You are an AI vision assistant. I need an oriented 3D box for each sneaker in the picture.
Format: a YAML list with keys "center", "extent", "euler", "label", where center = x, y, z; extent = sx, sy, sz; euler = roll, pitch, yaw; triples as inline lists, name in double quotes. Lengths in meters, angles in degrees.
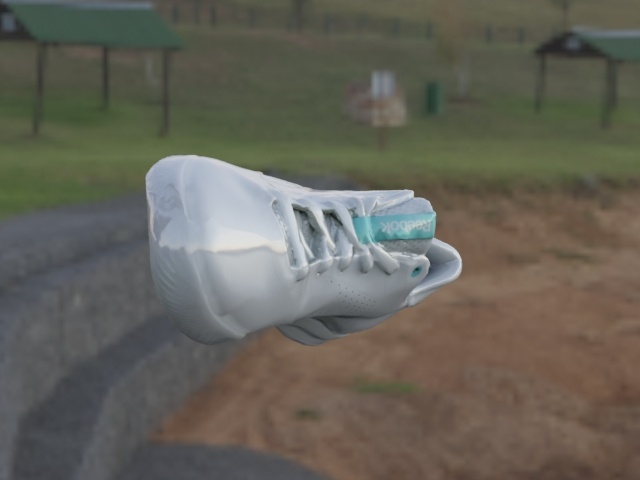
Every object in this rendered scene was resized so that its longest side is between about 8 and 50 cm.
- center: [0.000, 0.000, 0.736]
  extent: [0.094, 0.080, 0.212]
  euler: [-12, -9, 19]
  label: "sneaker"
